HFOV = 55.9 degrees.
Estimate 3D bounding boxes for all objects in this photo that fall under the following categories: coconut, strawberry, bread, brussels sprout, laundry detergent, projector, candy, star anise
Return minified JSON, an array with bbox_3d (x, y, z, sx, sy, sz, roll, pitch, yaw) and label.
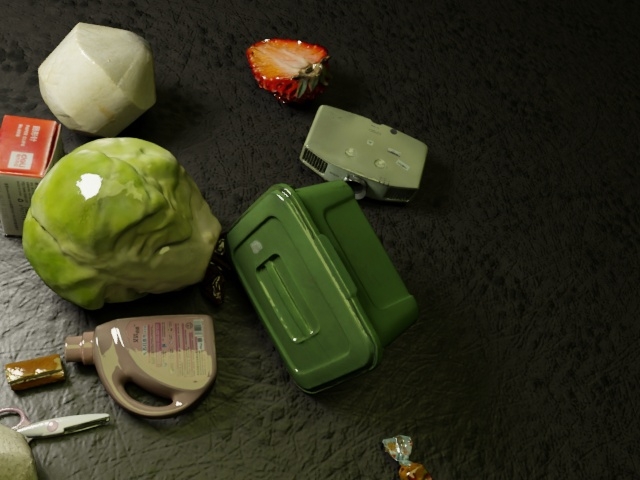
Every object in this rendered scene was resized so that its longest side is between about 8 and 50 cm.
[{"bbox_3d":[-0.426,-0.321,1.189,0.222,0.202,0.202,-39,69,13],"label":"coconut"},{"bbox_3d":[-0.079,-0.396,1.439,0.190,0.111,0.236,-32,48,-21],"label":"strawberry"},{"bbox_3d":[-0.450,0.207,0.953,0.083,0.036,0.047,-9,58,-25],"label":"bread"},{"bbox_3d":[-0.463,0.320,0.805,0.160,0.162,0.161,-8,57,12],"label":"coconut"},{"bbox_3d":[-0.323,-0.030,0.997,0.316,0.274,0.243,-5,18,-11],"label":"brussels sprout"},{"bbox_3d":[-0.288,0.206,0.980,0.236,0.076,0.171,-1,59,-18],"label":"laundry detergent"},{"bbox_3d":[0.095,-0.179,1.349,0.269,0.088,0.194,21,55,-3],"label":"projector"},{"bbox_3d":[0.166,0.410,1.009,0.053,0.046,0.182,-19,67,-25],"label":"candy"},{"bbox_3d":[-0.191,0.027,1.143,0.156,0.054,0.213,-9,60,-18],"label":"star anise"}]

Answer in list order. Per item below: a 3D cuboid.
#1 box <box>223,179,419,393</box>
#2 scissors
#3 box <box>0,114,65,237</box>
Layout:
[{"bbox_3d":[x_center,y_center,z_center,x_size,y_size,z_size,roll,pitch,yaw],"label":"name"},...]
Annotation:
[{"bbox_3d":[0.003,0.067,1.038,0.177,0.252,0.329,-26,83,-39],"label":"box"},{"bbox_3d":[-0.414,0.286,0.920,0.176,0.022,0.086,-6,61,-18],"label":"scissors"},{"bbox_3d":[-0.503,-0.106,1.056,0.099,0.182,0.133,6,53,-13],"label":"box"}]
